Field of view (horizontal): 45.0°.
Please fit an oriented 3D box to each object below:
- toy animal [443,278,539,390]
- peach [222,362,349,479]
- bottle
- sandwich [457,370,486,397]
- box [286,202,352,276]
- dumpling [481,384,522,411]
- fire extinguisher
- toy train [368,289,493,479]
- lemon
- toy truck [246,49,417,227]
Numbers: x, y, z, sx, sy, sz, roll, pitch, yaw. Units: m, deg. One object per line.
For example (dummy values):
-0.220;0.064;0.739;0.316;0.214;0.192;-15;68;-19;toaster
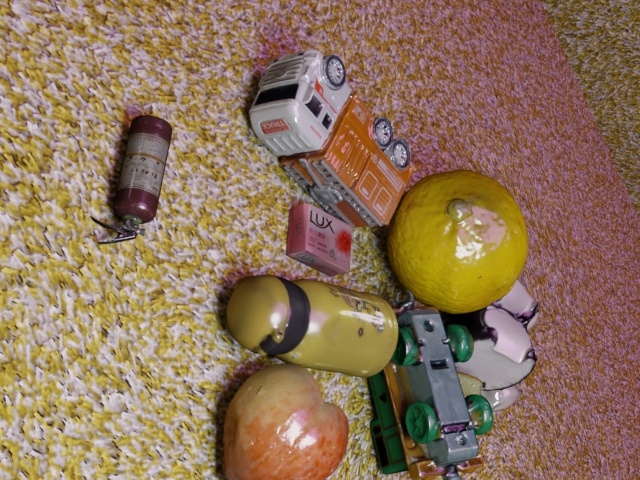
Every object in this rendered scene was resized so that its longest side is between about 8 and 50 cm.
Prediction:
0.404;0.189;1.908;0.251;0.251;0.310;48;35;-30;toy animal
-0.073;0.333;1.321;0.232;0.232;0.233;19;65;-46;peach
-0.020;0.152;1.439;0.351;0.171;0.172;20;64;-45;bottle
0.301;0.402;1.792;0.236;0.128;0.122;97;9;-56;sandwich
0.000;0.000;1.600;0.156;0.060;0.111;26;58;-44;box
0.441;0.377;1.985;0.188;0.108;0.127;-9;60;-37;dumpling
-0.308;-0.094;1.258;0.099;0.071;0.231;15;66;-17;fire extinguisher
0.201;0.320;1.604;0.178;0.249;0.429;0;64;-30;toy train
0.303;0.003;1.708;0.336;0.336;0.336;19;65;-46;lemon
0.021;-0.196;1.598;0.387;0.173;0.207;44;57;-36;toy truck
